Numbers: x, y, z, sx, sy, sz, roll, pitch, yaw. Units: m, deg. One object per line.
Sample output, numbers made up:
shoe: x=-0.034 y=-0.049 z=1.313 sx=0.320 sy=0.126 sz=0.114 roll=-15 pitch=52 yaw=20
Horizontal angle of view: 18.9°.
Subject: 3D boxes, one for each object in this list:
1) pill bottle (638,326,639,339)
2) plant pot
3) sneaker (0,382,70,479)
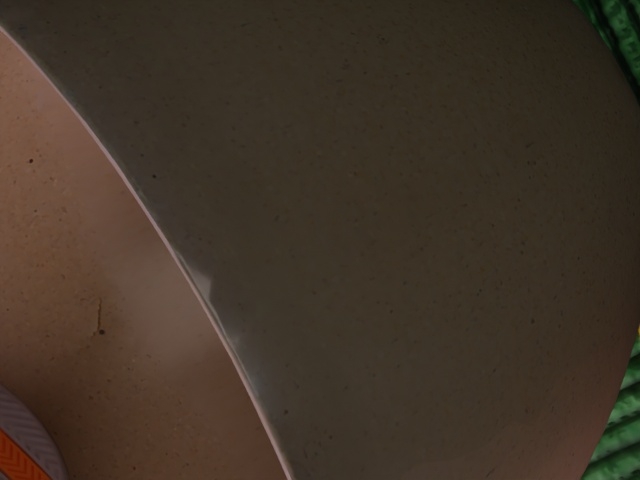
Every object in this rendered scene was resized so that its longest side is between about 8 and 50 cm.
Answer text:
pill bottle: x=0.153 y=0.048 z=0.710 sx=0.065 sy=0.065 sz=0.116 roll=-10 pitch=98 yaw=7
plant pot: x=0.000 y=0.000 z=0.640 sx=0.191 sy=0.284 sz=0.284 roll=-29 pitch=95 yaw=-23
sneaker: x=-0.235 y=0.071 z=0.724 sx=0.321 sy=0.124 sz=0.180 roll=44 pitch=132 yaw=23
